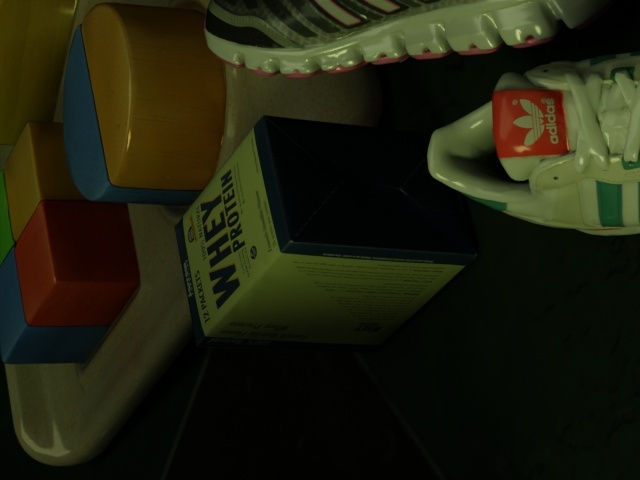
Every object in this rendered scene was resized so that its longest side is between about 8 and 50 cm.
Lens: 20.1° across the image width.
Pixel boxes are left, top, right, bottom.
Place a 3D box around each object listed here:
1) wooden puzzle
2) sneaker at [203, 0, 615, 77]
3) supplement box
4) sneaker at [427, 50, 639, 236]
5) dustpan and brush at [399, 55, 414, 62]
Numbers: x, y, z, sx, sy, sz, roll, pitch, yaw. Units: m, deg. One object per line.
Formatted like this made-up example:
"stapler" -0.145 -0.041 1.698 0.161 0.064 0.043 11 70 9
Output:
"wooden puzzle" -0.115 -0.095 0.909 0.348 0.080 0.322 -46 49 47
"sneaker" 0.024 -0.104 0.650 0.170 0.063 0.075 -3 107 40
"supplement box" 0.000 0.000 0.702 0.083 0.083 0.056 -48 47 48
"sneaker" 0.096 -0.030 0.553 0.161 0.075 0.057 -9 79 59
"dustpan and brush" 0.028 -0.192 0.686 0.147 0.060 0.211 52 125 30
